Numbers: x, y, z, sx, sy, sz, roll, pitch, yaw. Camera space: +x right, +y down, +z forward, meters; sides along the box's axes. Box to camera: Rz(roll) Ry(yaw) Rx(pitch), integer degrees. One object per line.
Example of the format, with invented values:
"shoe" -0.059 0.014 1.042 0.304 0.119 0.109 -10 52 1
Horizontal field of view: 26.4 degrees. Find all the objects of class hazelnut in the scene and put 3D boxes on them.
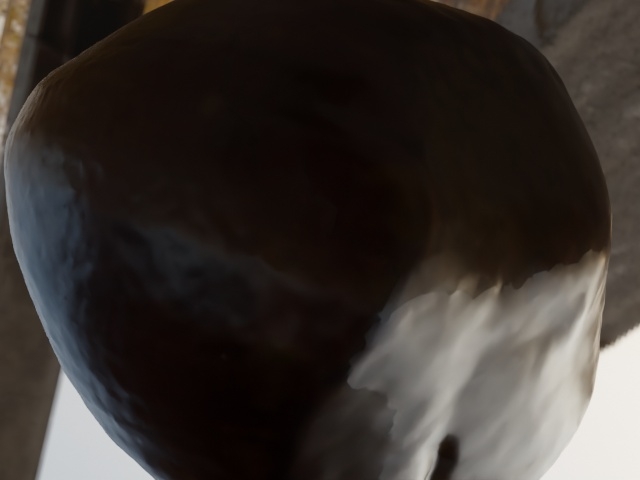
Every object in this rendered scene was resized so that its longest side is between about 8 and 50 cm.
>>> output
"hazelnut" 0.000 0.000 0.506 0.218 0.218 0.234 26 159 38
